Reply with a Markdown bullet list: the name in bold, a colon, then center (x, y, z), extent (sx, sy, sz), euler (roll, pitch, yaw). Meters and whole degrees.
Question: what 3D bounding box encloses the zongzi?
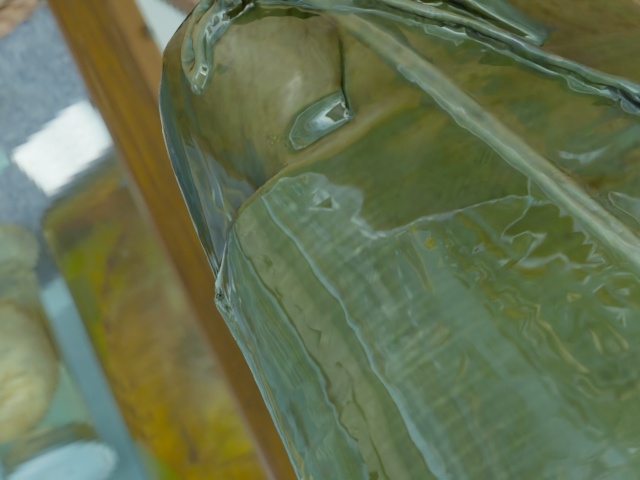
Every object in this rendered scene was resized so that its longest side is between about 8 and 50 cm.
- **zongzi**: center (0.132, -0.037, 0.580), extent (0.418, 0.447, 0.181), euler (-28, 159, 0)
